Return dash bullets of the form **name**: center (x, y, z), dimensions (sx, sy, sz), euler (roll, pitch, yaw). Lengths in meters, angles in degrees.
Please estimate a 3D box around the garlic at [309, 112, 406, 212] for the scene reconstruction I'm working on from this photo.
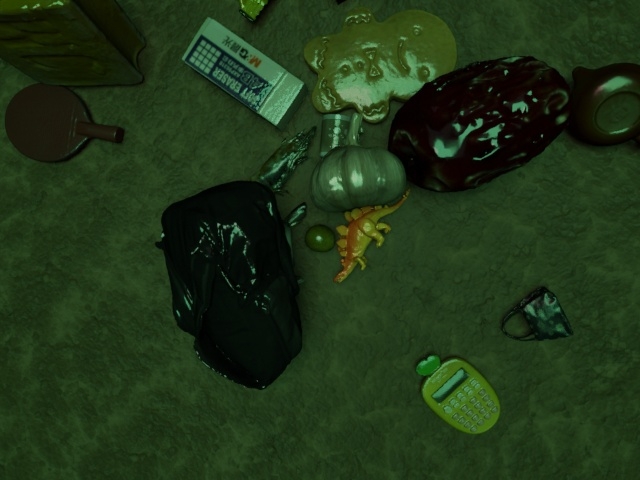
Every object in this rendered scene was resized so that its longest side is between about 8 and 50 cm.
- **garlic**: center (0.071, -0.169, 0.966), dimensions (0.219, 0.218, 0.212), euler (-6, 89, 5)

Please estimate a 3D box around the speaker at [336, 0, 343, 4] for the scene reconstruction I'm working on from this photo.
- **speaker**: center (0.124, -0.635, 1.030), dimensions (0.218, 0.082, 0.044), euler (-28, 90, 4)

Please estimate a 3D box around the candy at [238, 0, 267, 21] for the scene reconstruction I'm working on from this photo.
- **candy**: center (-0.219, -0.675, 1.056), dimensions (0.297, 0.081, 0.187), euler (38, 93, 2)

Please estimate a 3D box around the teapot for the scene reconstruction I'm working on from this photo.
- **teapot**: center (0.652, -0.293, 0.989), dimensions (0.252, 0.135, 0.178), euler (35, 130, -15)

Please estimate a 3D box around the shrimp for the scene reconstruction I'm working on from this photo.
- **shrimp**: center (-0.078, -0.135, 1.085), dimensions (0.169, 0.058, 0.296), euler (43, 98, -6)

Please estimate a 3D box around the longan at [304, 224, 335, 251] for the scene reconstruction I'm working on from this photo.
- **longan**: center (0.000, 0.000, 1.077), dimensions (0.075, 0.083, 0.075), euler (-9, 47, 10)

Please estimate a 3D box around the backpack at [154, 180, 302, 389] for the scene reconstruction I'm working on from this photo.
- **backpack**: center (-0.193, 0.107, 0.976), dimensions (0.255, 0.363, 0.445), euler (-24, 102, -30)

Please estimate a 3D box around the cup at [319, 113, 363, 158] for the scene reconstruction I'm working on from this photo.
- **cup**: center (0.045, -0.241, 1.068), dimensions (0.074, 0.102, 0.099), euler (10, 96, 43)

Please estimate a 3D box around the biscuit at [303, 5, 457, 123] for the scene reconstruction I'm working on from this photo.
- **biscuit**: center (0.142, -0.418, 1.054), dimensions (0.355, 0.052, 0.275), euler (-7, 92, 6)

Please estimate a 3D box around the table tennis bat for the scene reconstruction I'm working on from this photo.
- **table tennis bat**: center (-0.653, -0.291, 1.128), dimensions (0.310, 0.038, 0.200), euler (11, 93, 5)

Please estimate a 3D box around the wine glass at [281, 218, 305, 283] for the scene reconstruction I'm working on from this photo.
- **wine glass**: center (-0.089, 0.030, 1.068), dimensions (0.072, 0.072, 0.155), euler (-13, 103, 5)

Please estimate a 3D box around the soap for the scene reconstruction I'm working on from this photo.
- **soap**: center (-0.584, -0.471, 0.963), dimensions (0.294, 0.335, 0.156), euler (-1, 85, 1)

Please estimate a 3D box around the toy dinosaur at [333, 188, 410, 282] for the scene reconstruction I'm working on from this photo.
- **toy dinosaur**: center (0.101, -0.028, 1.067), dimensions (0.117, 0.070, 0.288), euler (33, 90, 3)

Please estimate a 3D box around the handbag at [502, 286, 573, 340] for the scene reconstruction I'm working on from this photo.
- **handbag**: center (0.494, 0.185, 1.048), dimensions (0.139, 0.072, 0.115), euler (-26, 92, 18)

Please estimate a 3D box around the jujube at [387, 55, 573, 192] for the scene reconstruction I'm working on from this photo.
- **jujube**: center (0.328, -0.246, 0.948), dimensions (0.377, 0.258, 0.258), euler (-28, 90, 10)

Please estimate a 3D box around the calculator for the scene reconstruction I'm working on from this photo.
- **calculator**: center (0.329, 0.366, 1.080), dimensions (0.235, 0.032, 0.146), euler (45, 95, 0)

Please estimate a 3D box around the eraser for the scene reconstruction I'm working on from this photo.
- **eraser**: center (-0.177, -0.393, 1.064), dimensions (0.279, 0.081, 0.124), euler (35, 95, 3)
